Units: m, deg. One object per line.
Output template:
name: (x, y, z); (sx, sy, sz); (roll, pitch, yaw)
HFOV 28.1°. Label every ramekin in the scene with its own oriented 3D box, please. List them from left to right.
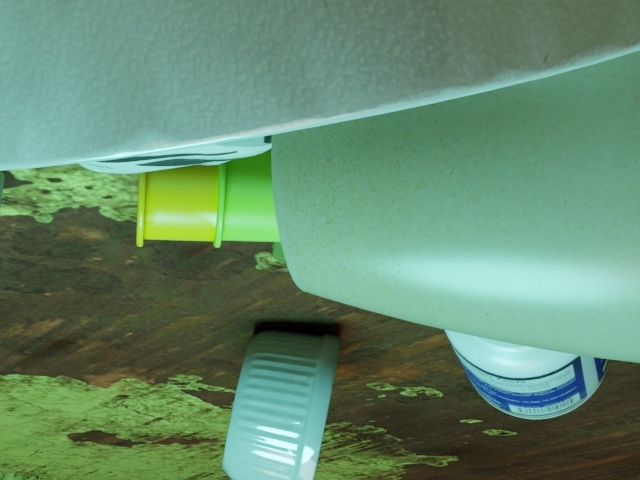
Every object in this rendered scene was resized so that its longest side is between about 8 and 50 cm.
ramekin: (-0.048, 0.205, 1.535); (0.109, 0.207, 0.207); (12, 159, 0)

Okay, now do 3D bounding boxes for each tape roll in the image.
tape roll: (-0.009, -0.112, 0.558); (0.392, 0.072, 0.392); (-11, -166, 3)

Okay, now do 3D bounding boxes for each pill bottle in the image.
pill bottle: (0.194, 0.068, 1.205); (0.153, 0.153, 0.264); (-3, 159, 13)

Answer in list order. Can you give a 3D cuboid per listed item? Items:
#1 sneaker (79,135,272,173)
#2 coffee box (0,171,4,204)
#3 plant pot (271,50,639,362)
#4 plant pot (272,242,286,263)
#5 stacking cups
sneaker: (-0.173, -0.102, 0.826); (0.331, 0.122, 0.146); (14, 154, -29)
coffee box: (-0.415, -0.021, 1.098); (0.247, 0.098, 0.141); (12, 157, -26)
plant pot: (0.118, -0.043, 0.759); (0.274, 0.256, 0.256); (-4, 159, 12)
plant pot: (0.000, 0.000, 1.164); (0.079, 0.083, 0.083); (14, 160, 5)
stacking cups: (0.008, -0.038, 1.050); (0.316, 0.096, 0.096); (1, 160, -10)
